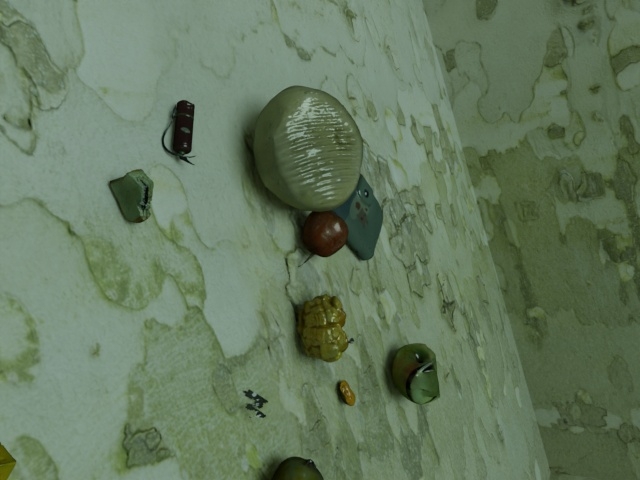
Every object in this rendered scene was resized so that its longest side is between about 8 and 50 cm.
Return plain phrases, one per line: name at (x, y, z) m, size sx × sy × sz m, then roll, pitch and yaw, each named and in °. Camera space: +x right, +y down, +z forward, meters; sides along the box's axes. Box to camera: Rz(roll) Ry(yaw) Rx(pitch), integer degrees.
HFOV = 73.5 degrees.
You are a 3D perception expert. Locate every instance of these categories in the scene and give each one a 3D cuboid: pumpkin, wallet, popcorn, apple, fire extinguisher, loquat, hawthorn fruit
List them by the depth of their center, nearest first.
fire extinguisher at (-0.337, -0.259, 1.030) m, size 0.078 × 0.045 × 0.157 m, roll 5°, pitch 74°, yaw -22°
loquat at (-0.060, 0.625, 1.032) m, size 0.152 × 0.152 × 0.195 m, roll 29°, pitch 74°, yaw -44°
popcorn at (0.006, 0.261, 1.239) m, size 0.163 × 0.140 × 0.194 m, roll -37°, pitch 119°, yaw -59°
hawthorn fruit at (0.016, -0.006, 1.320) m, size 0.149 × 0.149 × 0.188 m, roll 27°, pitch 59°, yaw -45°
pumpkin at (0.078, 0.479, 1.345) m, size 0.050 × 0.028 × 0.083 m, roll -19°, pitch 86°, yaw -54°
wallet at (0.114, -0.125, 1.532) m, size 0.360 × 0.083 × 0.252 m, roll 49°, pitch 51°, yaw -33°
apple at (0.353, 0.491, 1.579) m, size 0.207 × 0.174 × 0.188 m, roll -54°, pitch 141°, yaw -47°

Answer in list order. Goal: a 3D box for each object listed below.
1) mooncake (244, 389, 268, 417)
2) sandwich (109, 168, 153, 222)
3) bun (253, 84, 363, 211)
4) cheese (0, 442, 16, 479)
mooncake at (-0.156, 0.542, 1.010) m, size 0.150 × 0.057 × 0.346 m, roll 35°, pitch 56°, yaw -38°
sandwich at (-0.379, -0.089, 0.883) m, size 0.036 × 0.093 × 0.104 m, roll -34°, pitch 109°, yaw -58°
bun at (-0.044, -0.252, 1.245) m, size 0.326 × 0.235 × 0.362 m, roll -47°, pitch 120°, yaw -26°
cheese at (-0.517, 0.369, 0.590) m, size 0.093 × 0.126 × 0.171 m, roll 23°, pitch 80°, yaw -53°
